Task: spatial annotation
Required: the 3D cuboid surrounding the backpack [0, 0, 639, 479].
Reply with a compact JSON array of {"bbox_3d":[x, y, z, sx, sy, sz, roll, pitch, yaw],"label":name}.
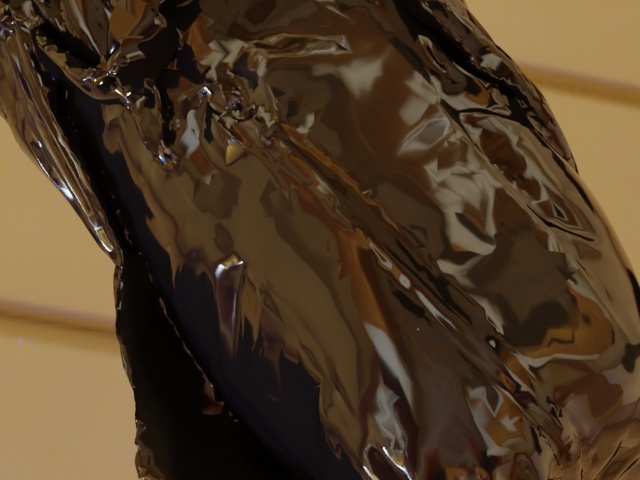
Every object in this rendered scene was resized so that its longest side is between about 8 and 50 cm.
[{"bbox_3d":[0.000,0.000,0.733,0.254,0.363,0.446,-34,-122,-2],"label":"backpack"}]
